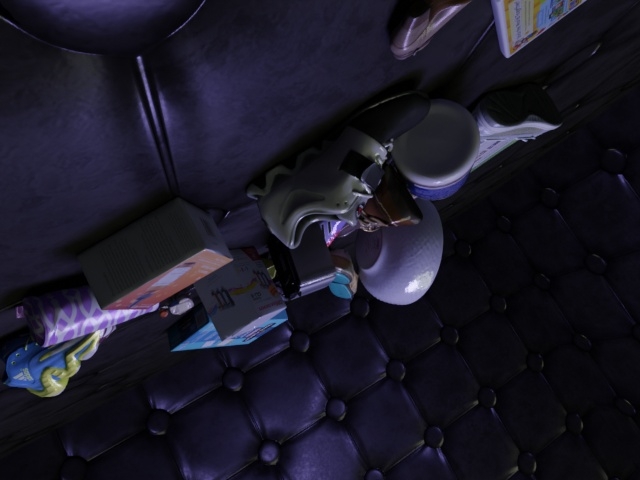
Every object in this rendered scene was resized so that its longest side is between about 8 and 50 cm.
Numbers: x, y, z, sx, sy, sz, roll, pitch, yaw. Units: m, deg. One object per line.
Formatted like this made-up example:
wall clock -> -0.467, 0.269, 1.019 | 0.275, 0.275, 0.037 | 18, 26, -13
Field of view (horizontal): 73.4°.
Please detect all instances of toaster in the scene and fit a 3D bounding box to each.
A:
toaster -> -0.050, 0.053, 1.044 | 0.110, 0.186, 0.168 | -16, 165, -18

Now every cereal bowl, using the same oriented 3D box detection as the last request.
cereal bowl -> 0.200, 0.016, 1.279 | 0.141, 0.339, 0.339 | 10, 151, -24

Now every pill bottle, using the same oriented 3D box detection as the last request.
pill bottle -> 0.226, -0.163, 0.856 | 0.153, 0.153, 0.264 | -32, 169, 10

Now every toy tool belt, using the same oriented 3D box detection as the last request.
toy tool belt -> -0.362, 0.159, 1.075 | 0.083, 0.052, 0.051 | -22, -148, -14

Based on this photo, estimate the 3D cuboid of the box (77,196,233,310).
box -> -0.243, 0.026, 0.656 | 0.170, 0.091, 0.130 | -30, 170, 2

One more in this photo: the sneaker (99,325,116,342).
sneaker -> -0.521, 0.224, 0.901 | 0.185, 0.070, 0.084 | -29, 164, 0

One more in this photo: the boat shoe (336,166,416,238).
boat shoe -> 0.142, -0.082, 1.165 | 0.324, 0.097, 0.116 | -38, 167, 38

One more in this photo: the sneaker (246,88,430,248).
sneaker -> 0.052, -0.105, 0.698 | 0.330, 0.146, 0.122 | -33, 168, 12

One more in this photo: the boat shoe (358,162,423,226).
boat shoe -> 0.117, -0.074, 0.859 | 0.120, 0.123, 0.324 | -32, -173, 10

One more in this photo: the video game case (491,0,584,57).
video game case -> 0.335, -0.358, 0.581 | 0.206, 0.026, 0.227 | -35, 169, 24

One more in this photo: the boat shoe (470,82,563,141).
boat shoe -> 0.455, -0.289, 1.012 | 0.320, 0.118, 0.103 | -18, 171, -34

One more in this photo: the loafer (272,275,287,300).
loafer -> -0.182, 0.166, 1.563 | 0.109, 0.095, 0.302 | 0, 167, 7

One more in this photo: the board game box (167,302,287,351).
board game box -> -0.326, 0.300, 1.529 | 0.253, 0.079, 0.336 | -36, 152, 33

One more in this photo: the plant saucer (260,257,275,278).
plant saucer -> -0.222, 0.113, 1.251 | 0.188, 0.045, 0.188 | -27, 169, -16

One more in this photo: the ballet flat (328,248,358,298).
ballet flat -> 0.057, 0.087, 1.317 | 0.123, 0.123, 0.348 | -30, 158, -1

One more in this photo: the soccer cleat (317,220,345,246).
soccer cleat -> 0.000, 0.000, 1.168 | 0.248, 0.095, 0.083 | -36, 164, 35

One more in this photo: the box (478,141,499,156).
box -> 0.457, -0.267, 1.265 | 0.232, 0.058, 0.322 | -37, 166, 36

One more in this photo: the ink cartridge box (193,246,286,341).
ink cartridge box -> -0.192, 0.125, 1.020 | 0.127, 0.176, 0.128 | -34, 169, 23

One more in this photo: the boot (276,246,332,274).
boot -> -0.038, 0.075, 1.378 | 0.178, 0.085, 0.236 | -43, 162, 1

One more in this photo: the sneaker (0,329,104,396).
sneaker -> -0.486, 0.189, 0.771 | 0.126, 0.091, 0.240 | 24, 107, -43

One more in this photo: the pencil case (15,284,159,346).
pencil case -> -0.369, 0.102, 0.711 | 0.206, 0.088, 0.086 | -15, 130, -52

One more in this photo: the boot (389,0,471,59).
boot -> 0.131, -0.256, 0.489 | 0.118, 0.042, 0.087 | -29, 176, 0
